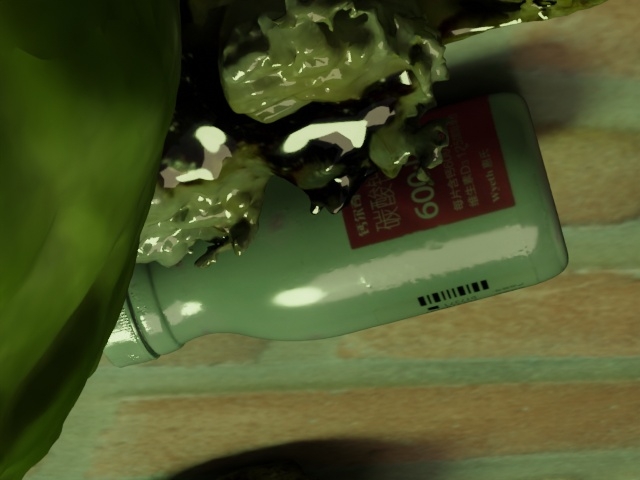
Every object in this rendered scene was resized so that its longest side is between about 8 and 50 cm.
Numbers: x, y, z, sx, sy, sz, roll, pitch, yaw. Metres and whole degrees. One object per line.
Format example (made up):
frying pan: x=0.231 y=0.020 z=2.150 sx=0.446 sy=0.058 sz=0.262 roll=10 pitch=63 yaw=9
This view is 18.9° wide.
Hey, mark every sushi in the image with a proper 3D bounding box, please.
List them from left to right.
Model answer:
sushi: x=-0.038 y=-0.073 z=0.712 sx=0.291 sy=0.131 sz=0.139 roll=-20 pitch=152 yaw=31

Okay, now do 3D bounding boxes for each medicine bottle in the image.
medicine bottle: x=0.000 y=0.000 z=0.888 sx=0.216 sy=0.090 sz=0.090 roll=-15 pitch=151 yaw=7

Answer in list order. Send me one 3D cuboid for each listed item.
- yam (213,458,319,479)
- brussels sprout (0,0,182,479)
yam: x=-0.037 y=0.278 z=1.267 sx=0.195 sy=0.195 sz=0.300 roll=-5 pitch=151 yaw=-12
brussels sprout: x=-0.221 y=-0.025 z=0.532 sx=0.361 sy=0.342 sz=0.425 roll=-39 pitch=173 yaw=-28
